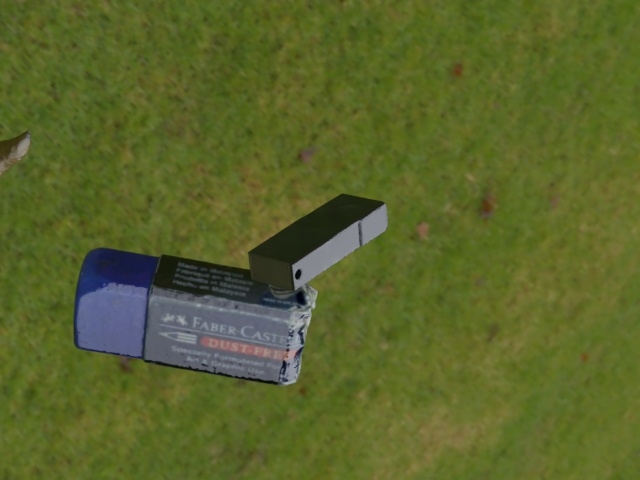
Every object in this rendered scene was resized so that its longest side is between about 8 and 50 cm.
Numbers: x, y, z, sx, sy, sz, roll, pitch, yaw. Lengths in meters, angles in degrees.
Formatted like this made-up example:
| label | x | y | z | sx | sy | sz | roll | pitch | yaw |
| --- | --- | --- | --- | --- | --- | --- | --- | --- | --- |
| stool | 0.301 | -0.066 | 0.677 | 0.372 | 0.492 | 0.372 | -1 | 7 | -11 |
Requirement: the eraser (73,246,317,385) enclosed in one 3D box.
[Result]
| label | x | y | z | sx | sy | sz | roll | pitch | yaw |
| --- | --- | --- | --- | --- | --- | --- | --- | --- | --- |
| eraser | -0.176 | 0.104 | 1.717 | 0.332 | 0.101 | 0.155 | 9 | 130 | -2 |

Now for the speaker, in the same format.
| label | x | y | z | sx | sy | sz | roll | pitch | yaw |
| --- | --- | --- | --- | --- | --- | --- | --- | --- | --- |
| speaker | 0.000 | 0.000 | 1.683 | 0.218 | 0.082 | 0.044 | -34 | 128 | -45 |

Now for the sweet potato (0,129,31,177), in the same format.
| label | x | y | z | sx | sy | sz | roll | pitch | yaw |
| --- | --- | --- | --- | --- | --- | --- | --- | --- | --- |
| sweet potato | -0.376 | -0.037 | 1.231 | 0.249 | 0.069 | 0.059 | -24 | 155 | 29 |
